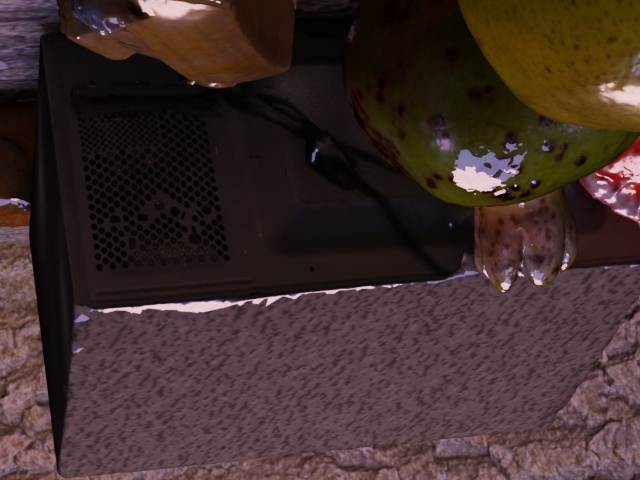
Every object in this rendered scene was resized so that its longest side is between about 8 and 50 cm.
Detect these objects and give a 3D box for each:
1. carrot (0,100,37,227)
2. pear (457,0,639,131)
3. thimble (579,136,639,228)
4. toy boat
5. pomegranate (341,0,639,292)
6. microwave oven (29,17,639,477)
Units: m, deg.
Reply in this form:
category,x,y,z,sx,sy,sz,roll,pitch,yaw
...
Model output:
category,x,y,z,sx,sy,sz,roll,pitch,yaw
carrot,-0.213,-0.071,1.625,0.301,0.139,0.138,4,173,-16
pear,0.156,-0.136,0.803,0.198,0.198,0.198,-5,175,0
thimble,0.262,-0.101,1.263,0.125,0.189,0.163,28,136,-9
toy boat,-0.087,-0.142,1.083,0.121,0.089,0.321,1,178,6
pomegranate,0.117,-0.084,1.147,0.202,0.248,0.202,-7,-158,3
microwave oven,0.000,0.000,1.431,0.432,0.236,0.374,-5,151,-13
